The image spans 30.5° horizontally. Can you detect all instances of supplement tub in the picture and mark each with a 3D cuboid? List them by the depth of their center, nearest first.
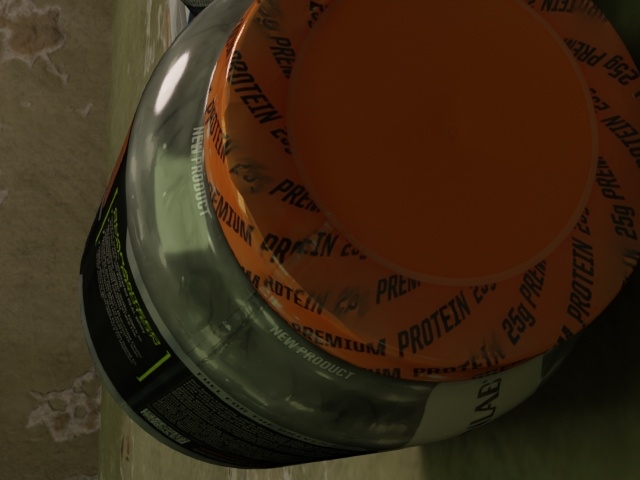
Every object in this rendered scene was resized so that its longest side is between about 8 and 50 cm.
[{"bbox_3d":[0.000,0.000,0.520,0.316,0.193,0.194,142,128,-70],"label":"supplement tub"}]

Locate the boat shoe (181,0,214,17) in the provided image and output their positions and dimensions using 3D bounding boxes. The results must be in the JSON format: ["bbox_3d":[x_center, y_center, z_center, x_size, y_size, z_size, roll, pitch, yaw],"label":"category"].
[{"bbox_3d":[0.040,-0.139,0.583,0.127,0.158,0.340,-51,34,-16],"label":"boat shoe"}]

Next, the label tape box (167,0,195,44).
[{"bbox_3d":[-0.035,-0.237,0.840,0.334,0.106,0.241,111,156,-49],"label":"label tape box"}]
